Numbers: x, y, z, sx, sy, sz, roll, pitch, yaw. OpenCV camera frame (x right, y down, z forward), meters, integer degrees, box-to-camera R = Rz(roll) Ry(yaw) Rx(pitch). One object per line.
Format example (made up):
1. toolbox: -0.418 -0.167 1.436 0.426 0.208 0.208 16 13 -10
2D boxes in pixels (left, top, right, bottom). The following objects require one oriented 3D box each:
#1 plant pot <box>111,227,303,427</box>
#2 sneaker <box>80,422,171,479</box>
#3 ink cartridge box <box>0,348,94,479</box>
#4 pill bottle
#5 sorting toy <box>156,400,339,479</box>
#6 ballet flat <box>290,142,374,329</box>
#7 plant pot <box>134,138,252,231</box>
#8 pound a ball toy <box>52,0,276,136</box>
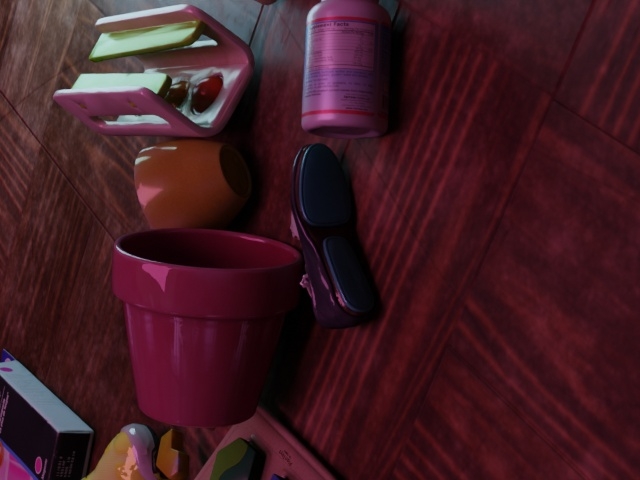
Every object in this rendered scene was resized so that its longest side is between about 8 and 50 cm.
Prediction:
1. plant pot: -0.125 0.094 1.369 0.201 0.201 0.180 21 109 54
2. sneaker: -0.298 0.392 1.610 0.145 0.147 0.385 53 126 46
3. ink cartridge box: -0.447 0.299 1.914 0.371 0.069 0.176 25 106 56
4. pill bottle: 0.027 -0.186 1.284 0.087 0.087 0.160 -5 81 55
5. sorting toy: -0.113 0.285 1.403 0.229 0.041 0.307 -58 39 3
6. ballet flat: 0.000 0.000 1.313 0.074 0.074 0.203 -40 56 45
7. plant pot: -0.136 -0.064 1.481 0.095 0.134 0.134 -22 65 24
8. pound a ball toy: -0.168 -0.225 1.560 0.319 0.135 0.208 7 65 55
